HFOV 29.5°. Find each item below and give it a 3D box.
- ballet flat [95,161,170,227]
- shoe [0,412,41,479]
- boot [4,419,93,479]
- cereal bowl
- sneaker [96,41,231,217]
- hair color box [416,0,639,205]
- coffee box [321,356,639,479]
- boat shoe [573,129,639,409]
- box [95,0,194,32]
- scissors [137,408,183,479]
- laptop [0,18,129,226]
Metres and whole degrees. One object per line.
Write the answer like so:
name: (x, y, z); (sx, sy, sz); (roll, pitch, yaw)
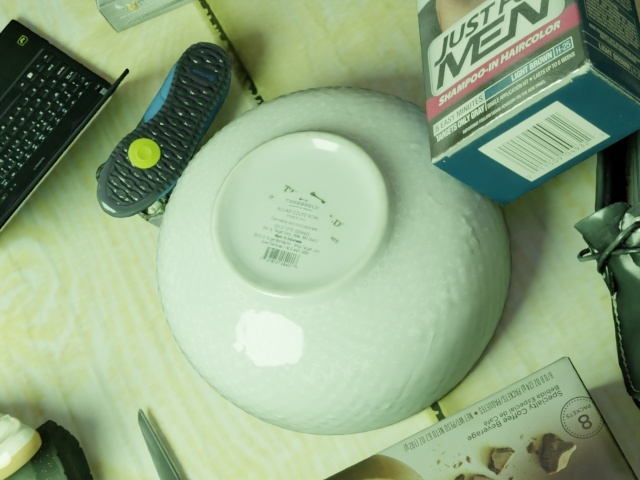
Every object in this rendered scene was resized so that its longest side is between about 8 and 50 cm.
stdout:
ballet flat: (-0.192, -0.054, 1.242); (0.114, 0.041, 0.041); (34, 81, 25)
shoe: (-0.344, 0.190, 1.124); (0.219, 0.058, 0.076); (-11, 32, 39)
boot: (-0.270, 0.298, 1.106); (0.161, 0.083, 0.246); (-32, 54, 6)
cereal bowl: (0.000, 0.000, 1.112); (0.339, 0.141, 0.339); (-5, 67, 13)
sneaker: (-0.155, -0.103, 1.229); (0.069, 0.082, 0.209); (30, 70, -2)
hair color box: (0.180, -0.226, 1.100); (0.174, 0.105, 0.347); (-32, 46, 37)
coffee box: (0.115, 0.244, 0.991); (0.297, 0.119, 0.168); (-27, 63, 4)
boat shoe: (0.270, -0.017, 1.030); (0.113, 0.127, 0.340); (18, 68, -16)
box: (-0.152, -0.355, 1.343); (0.231, 0.056, 0.183); (-21, 64, 7)
scissors: (-0.096, 0.279, 1.095); (0.109, 0.021, 0.297); (-19, 64, 10)
laptop: (-0.334, -0.116, 1.253); (0.264, 0.136, 0.234); (34, 80, 25)
